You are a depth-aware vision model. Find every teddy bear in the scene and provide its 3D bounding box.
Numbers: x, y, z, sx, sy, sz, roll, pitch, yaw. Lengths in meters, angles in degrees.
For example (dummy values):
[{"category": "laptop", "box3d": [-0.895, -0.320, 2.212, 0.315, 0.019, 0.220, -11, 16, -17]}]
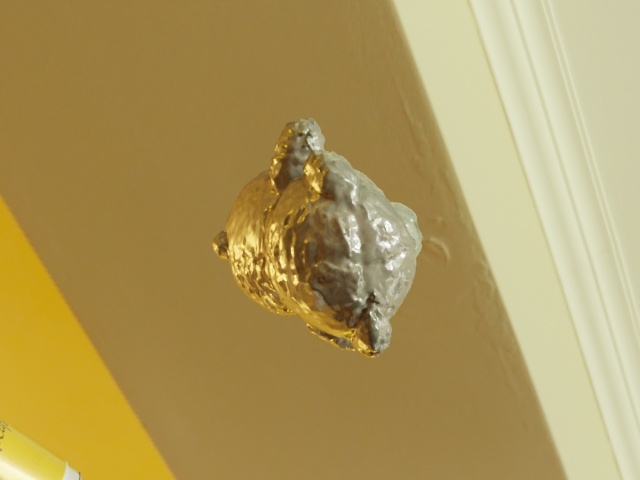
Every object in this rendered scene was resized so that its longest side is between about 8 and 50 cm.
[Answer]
[{"category": "teddy bear", "box3d": [-0.001, 0.000, 0.849, 0.267, 0.151, 0.236, -2, -74, 62]}]

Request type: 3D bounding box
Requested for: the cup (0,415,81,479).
[{"category": "cup", "box3d": [-0.496, 0.326, 1.252, 0.279, 0.196, 0.196, 35, -59, -18]}]
